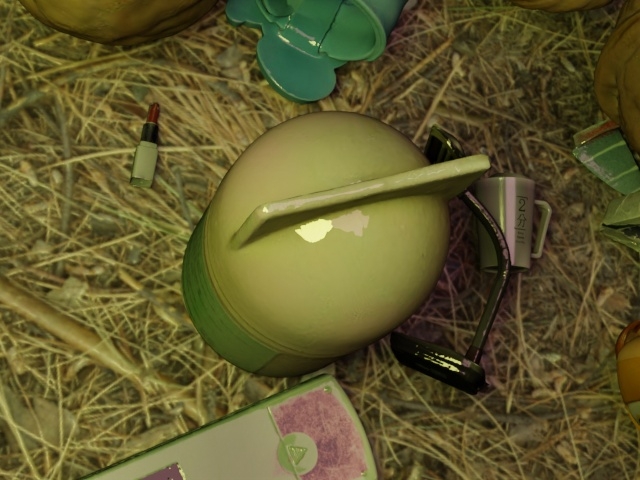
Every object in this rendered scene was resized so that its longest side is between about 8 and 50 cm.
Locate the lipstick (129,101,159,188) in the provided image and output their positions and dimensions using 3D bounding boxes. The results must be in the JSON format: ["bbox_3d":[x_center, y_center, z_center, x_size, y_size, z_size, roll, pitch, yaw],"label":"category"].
[{"bbox_3d":[-0.201,-0.115,1.376,0.025,0.025,0.107,13,67,-13],"label":"lipstick"}]

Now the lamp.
[{"bbox_3d":[0.152,0.020,1.334,0.124,0.203,0.283,6,77,12],"label":"lamp"}]

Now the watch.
[{"bbox_3d":[0.000,-0.290,1.387,0.211,0.193,0.211,5,74,-17],"label":"watch"}]

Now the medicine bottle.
[{"bbox_3d":[0.000,0.000,1.199,0.236,0.406,0.235,4,75,-14],"label":"medicine bottle"}]

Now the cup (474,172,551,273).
[{"bbox_3d":[0.240,-0.019,1.454,0.104,0.074,0.116,6,77,-28],"label":"cup"}]

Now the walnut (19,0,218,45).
[{"bbox_3d":[-0.228,-0.388,1.266,0.381,0.381,0.381,4,75,-15],"label":"walnut"}]

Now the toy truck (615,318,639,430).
[{"bbox_3d":[0.496,0.190,1.399,0.288,0.204,0.211,6,77,-16],"label":"toy truck"}]

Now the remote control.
[{"bbox_3d":[-0.107,0.269,1.290,0.344,0.050,0.145,-20,82,-20],"label":"remote control"}]

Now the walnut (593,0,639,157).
[{"bbox_3d":[0.475,-0.210,1.425,0.285,0.285,0.296,15,56,-12],"label":"walnut"}]

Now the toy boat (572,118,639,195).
[{"bbox_3d":[0.384,-0.096,1.531,0.096,0.034,0.122,-23,85,-14],"label":"toy boat"}]

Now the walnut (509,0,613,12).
[{"bbox_3d":[0.291,-0.438,1.473,0.277,0.252,0.313,2,47,-16],"label":"walnut"}]

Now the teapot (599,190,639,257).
[{"bbox_3d":[0.487,-0.012,1.461,0.163,0.178,0.221,-42,89,-21],"label":"teapot"}]
